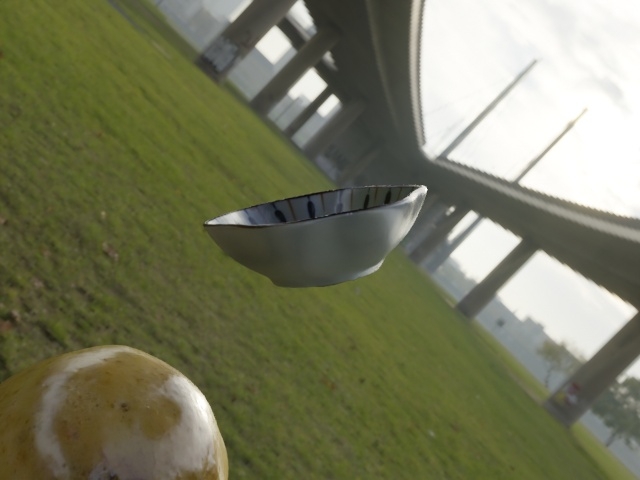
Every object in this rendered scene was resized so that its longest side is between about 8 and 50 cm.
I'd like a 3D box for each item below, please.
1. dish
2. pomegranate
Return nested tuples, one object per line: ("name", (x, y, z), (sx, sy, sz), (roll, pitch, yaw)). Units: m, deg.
("dish", (0.000, 0.000, 0.742), (0.190, 0.191, 0.066), (-110, -170, -81))
("pomegranate", (-0.207, 0.215, 0.772), (0.260, 0.260, 0.260), (44, 4, -4))
